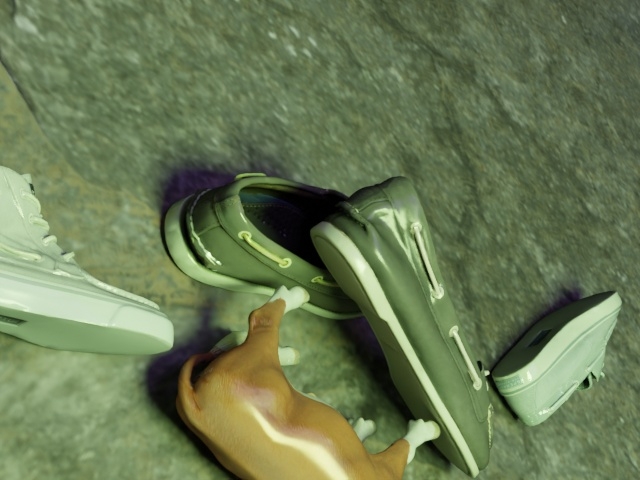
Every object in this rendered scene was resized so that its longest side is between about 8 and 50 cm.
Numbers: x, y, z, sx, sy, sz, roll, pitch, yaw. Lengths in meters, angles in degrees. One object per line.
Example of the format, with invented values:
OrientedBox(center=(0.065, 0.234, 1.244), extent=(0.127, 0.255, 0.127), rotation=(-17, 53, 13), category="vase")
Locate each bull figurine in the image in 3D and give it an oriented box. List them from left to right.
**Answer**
OrientedBox(center=(0.004, 0.191, 1.212), extent=(0.310, 0.101, 0.188), rotation=(50, 38, -18), category="bull figurine")

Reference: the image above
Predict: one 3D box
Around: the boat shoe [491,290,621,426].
OrientedBox(center=(0.269, 0.130, 1.548), extent=(0.227, 0.079, 0.081), rotation=(-34, 102, -44), category="boat shoe")

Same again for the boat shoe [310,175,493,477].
OrientedBox(center=(0.104, 0.086, 1.289), extent=(0.095, 0.112, 0.335), rotation=(-37, 125, -11), category="boat shoe")

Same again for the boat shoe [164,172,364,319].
OrientedBox(center=(0.001, 0.004, 1.312), extent=(0.305, 0.091, 0.109), rotation=(11, 62, -43), category="boat shoe")

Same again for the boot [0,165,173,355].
OrientedBox(center=(-0.219, 0.007, 1.074), extent=(0.258, 0.095, 0.123), rotation=(19, 63, -38), category="boot")
